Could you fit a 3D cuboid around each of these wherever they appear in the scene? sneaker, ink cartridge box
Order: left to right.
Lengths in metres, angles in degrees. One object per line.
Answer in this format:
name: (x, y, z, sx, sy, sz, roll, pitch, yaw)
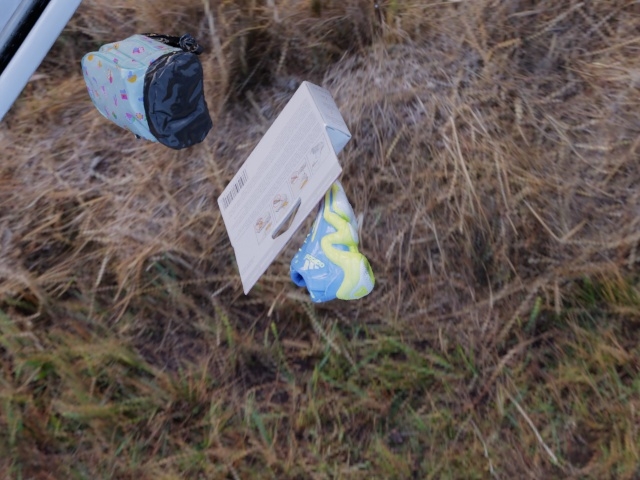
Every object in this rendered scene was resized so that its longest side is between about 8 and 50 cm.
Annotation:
ink cartridge box: (-0.056, -0.085, 1.695, 0.066, 0.261, 0.296, 19, 123, -34)
sneaker: (0.000, 0.000, 1.568, 0.126, 0.240, 0.091, -21, 137, 6)

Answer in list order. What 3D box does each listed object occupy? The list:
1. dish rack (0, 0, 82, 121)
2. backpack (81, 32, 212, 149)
dish rack: (-0.304, -0.207, 0.645, 0.285, 0.072, 0.333, 33, 98, -22)
backpack: (-0.236, -0.212, 1.325, 0.115, 0.182, 0.152, -23, 128, -35)
